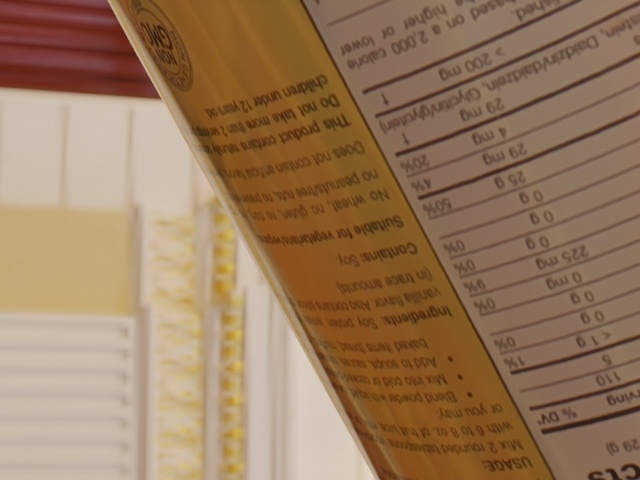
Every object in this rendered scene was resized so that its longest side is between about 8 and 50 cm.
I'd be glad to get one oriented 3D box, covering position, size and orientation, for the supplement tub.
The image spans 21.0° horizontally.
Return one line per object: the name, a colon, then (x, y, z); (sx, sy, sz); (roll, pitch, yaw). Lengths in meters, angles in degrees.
supplement tub: (0.087, -0.051, 0.454); (0.331, 0.241, 0.241); (61, -15, -14)
